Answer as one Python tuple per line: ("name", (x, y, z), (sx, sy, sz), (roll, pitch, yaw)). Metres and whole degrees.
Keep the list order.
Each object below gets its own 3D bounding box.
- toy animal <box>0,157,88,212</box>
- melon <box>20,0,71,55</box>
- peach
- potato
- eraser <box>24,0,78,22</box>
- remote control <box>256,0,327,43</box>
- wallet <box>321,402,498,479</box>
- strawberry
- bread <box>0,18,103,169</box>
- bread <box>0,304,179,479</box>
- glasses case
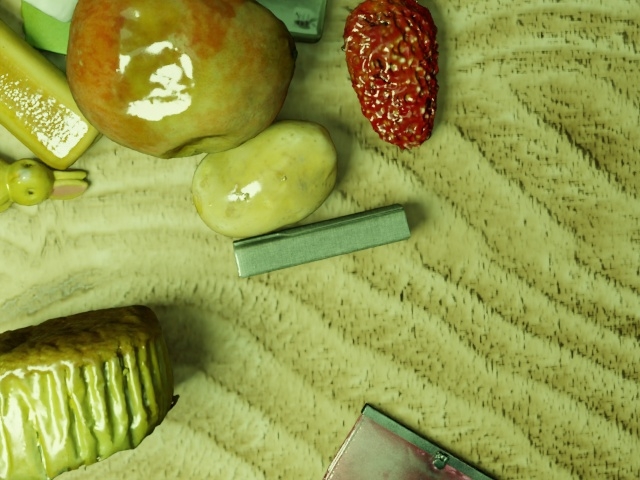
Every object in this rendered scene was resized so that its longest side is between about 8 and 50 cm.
("toy animal", (-0.350, -0.070, 0.950), (0.159, 0.070, 0.083), (-5, 95, -11))
("melon", (-0.315, -0.318, 0.959), (0.114, 0.053, 0.262), (-16, 91, 14))
("peach", (-0.142, -0.194, 0.888), (0.235, 0.214, 0.214), (6, 93, 4))
("potato", (-0.063, -0.070, 0.956), (0.178, 0.109, 0.118), (-24, 121, 0))
("eraser", (-0.354, -0.357, 0.829), (0.331, 0.331, 0.150), (30, 98, -6))
("remote control", (-0.036, -0.382, 0.980), (0.123, 0.038, 0.285), (7, 90, -7))
("wallet", (0.125, 0.312, 1.037), (0.232, 0.025, 0.119), (31, 90, -6))
("strawberry", (0.097, -0.203, 0.979), (0.121, 0.082, 0.188), (-17, 92, -7))
("bread", (-0.350, -0.185, 0.937), (0.239, 0.074, 0.092), (42, 100, -5))
("bread", (-0.270, 0.155, 0.876), (0.227, 0.253, 0.143), (-10, 91, -2))
("glasses case", (0.000, 0.000, 0.985), (0.205, 0.071, 0.047), (-13, 91, -4))
